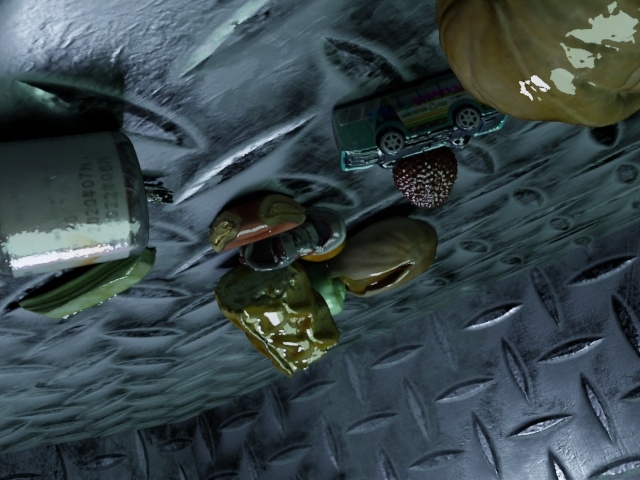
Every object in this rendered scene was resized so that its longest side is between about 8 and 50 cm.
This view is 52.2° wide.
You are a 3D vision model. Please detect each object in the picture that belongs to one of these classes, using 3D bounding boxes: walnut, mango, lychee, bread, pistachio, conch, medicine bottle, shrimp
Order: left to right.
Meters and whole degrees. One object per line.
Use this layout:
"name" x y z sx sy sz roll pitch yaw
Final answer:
"medicine bottle" -0.358 -0.038 0.788 0.273 0.165 0.165 -12 161 -23
"shrimp" -0.303 -0.069 0.980 0.161 0.034 0.091 0 166 -32
"bread" -0.121 -0.037 1.191 0.192 0.067 0.119 -19 172 -1
"bread" -0.093 0.163 1.476 0.238 0.196 0.252 -30 122 19
"conch" -0.054 0.130 1.668 0.250 0.144 0.137 -6 148 10
"mango" 0.004 -0.001 1.403 0.111 0.090 0.163 -15 175 26
"pistachio" 0.145 0.030 1.550 0.288 0.197 0.166 -20 122 37
"lychee" 0.193 -0.122 1.190 0.123 0.129 0.123 -29 -162 10
"walnut" 0.267 -0.253 0.676 0.312 0.252 0.277 -12 149 -36

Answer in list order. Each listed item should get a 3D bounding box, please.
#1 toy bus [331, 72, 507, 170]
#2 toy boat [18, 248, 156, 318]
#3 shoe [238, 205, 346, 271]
"toy bus" 0.148 -0.179 0.995 0.261 0.109 0.091 -17 164 -3
"toy boat" -0.443 0.091 1.250 0.292 0.055 0.093 -24 159 13
"shoe" -0.066 -0.002 1.267 0.227 0.099 0.125 -19 179 13
